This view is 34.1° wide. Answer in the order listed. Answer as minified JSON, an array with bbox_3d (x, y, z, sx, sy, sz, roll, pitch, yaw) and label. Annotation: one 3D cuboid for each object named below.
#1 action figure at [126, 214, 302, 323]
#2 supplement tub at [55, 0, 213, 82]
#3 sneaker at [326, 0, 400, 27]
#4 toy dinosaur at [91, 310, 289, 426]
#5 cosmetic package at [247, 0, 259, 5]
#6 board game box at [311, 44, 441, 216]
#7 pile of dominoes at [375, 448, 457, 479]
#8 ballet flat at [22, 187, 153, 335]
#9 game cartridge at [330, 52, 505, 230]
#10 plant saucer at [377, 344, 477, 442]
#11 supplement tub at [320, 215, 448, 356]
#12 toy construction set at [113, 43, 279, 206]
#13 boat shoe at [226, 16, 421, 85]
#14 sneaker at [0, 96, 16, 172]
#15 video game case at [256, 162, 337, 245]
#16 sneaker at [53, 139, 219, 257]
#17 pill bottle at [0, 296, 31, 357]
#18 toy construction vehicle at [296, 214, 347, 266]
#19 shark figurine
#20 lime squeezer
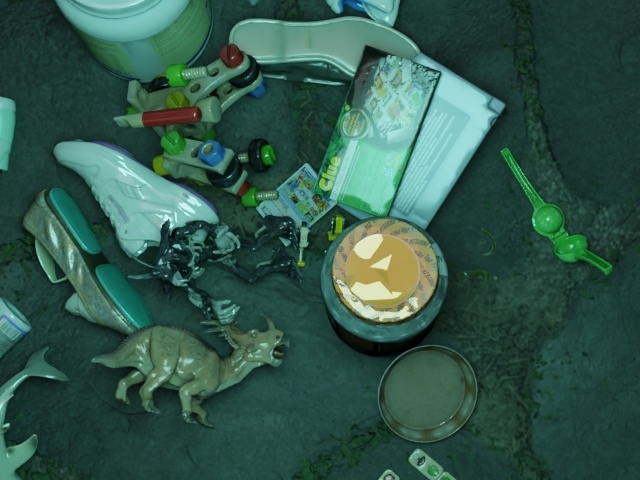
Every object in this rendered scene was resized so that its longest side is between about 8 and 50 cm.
[{"bbox_3d":[-0.165,0.036,1.687,0.276,0.141,0.164,-12,120,-23],"label":"action figure"},{"bbox_3d":[-0.307,-0.411,1.704,0.236,0.325,0.235,0,81,0],"label":"supplement tub"},{"bbox_3d":[0.151,-0.490,1.822,0.323,0.130,0.236,-5,91,-5],"label":"sneaker"},{"bbox_3d":[-0.220,0.186,1.687,0.296,0.127,0.200,19,79,-18],"label":"toy dinosaur"},{"bbox_3d":[-0.203,-0.605,1.800,0.365,0.197,0.155,42,85,8],"label":"cosmetic package"},{"bbox_3d":[0.092,-0.177,1.723,0.136,0.030,0.259,21,96,5],"label":"board game box"},{"bbox_3d":[0.181,0.483,1.704,0.251,0.040,0.196,40,84,7],"label":"pile of dominoes"},{"bbox_3d":[-0.398,0.059,1.759,0.106,0.107,0.316,-38,77,15],"label":"ballet flat"},{"bbox_3d":[0.151,-0.155,1.760,0.196,0.060,0.294,33,100,2],"label":"game cartridge"},{"bbox_3d":[0.175,0.250,1.723,0.169,0.029,0.168,-2,101,-8],"label":"plant saucer"},{"bbox_3d":[0.098,0.074,1.626,0.194,0.316,0.193,0,78,2],"label":"supplement tub"},{"bbox_3d":[-0.236,-0.188,1.688,0.237,0.309,0.257,-3,86,20],"label":"toy construction set"},{"bbox_3d":[0.005,-0.328,1.816,0.335,0.095,0.112,5,84,-4],"label":"boat shoe"},{"bbox_3d":[-0.656,-0.171,1.790,0.256,0.094,0.151,0,84,2],"label":"sneaker"},{"bbox_3d":[-0.040,-0.061,1.783,0.122,0.011,0.087,-40,82,18],"label":"video game case"},{"bbox_3d":[-0.329,-0.065,1.757,0.305,0.114,0.152,29,82,5],"label":"sneaker"},{"bbox_3d":[-0.559,0.167,1.743,0.137,0.078,0.078,-44,83,-5],"label":"pill bottle"},{"bbox_3d":[0.000,0.000,1.773,0.086,0.035,0.098,-1,114,-8],"label":"toy construction vehicle"},{"bbox_3d":[-0.530,0.307,1.716,0.166,0.116,0.278,11,89,-31],"label":"shark figurine"},{"bbox_3d":[0.392,-0.026,1.755,0.059,0.110,0.310,-40,51,11],"label":"lime squeezer"}]
